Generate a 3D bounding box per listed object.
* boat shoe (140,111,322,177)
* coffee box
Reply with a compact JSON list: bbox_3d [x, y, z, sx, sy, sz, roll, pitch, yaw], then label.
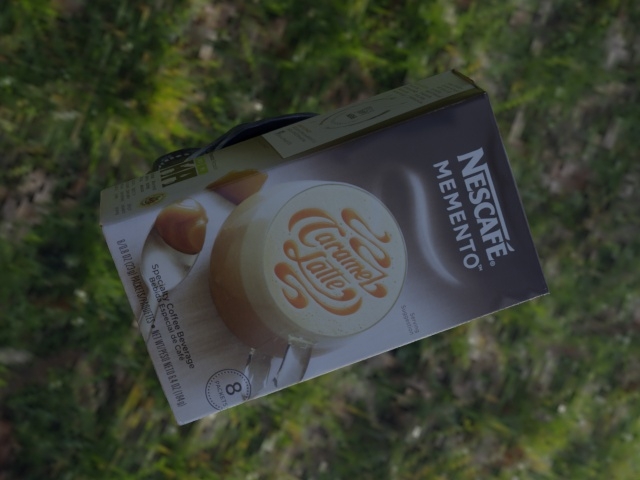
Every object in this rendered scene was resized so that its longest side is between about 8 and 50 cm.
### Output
[{"bbox_3d":[-0.037,-0.047,1.433,0.187,0.500,0.156,-15,107,-25],"label":"boat shoe"},{"bbox_3d":[0.000,0.000,0.959,0.098,0.247,0.141,-119,-171,-74],"label":"coffee box"}]
